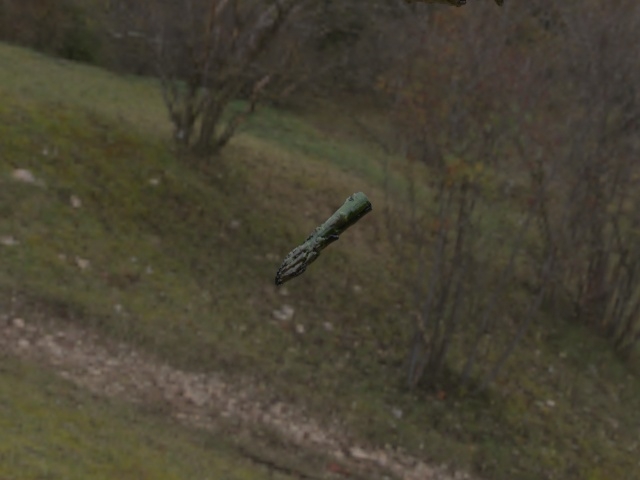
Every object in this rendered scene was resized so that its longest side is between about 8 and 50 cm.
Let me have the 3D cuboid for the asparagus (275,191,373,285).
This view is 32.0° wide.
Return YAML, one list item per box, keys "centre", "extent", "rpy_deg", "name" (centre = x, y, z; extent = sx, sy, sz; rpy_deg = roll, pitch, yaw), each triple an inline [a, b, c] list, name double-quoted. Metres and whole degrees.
- centre: [0.000, 0.000, 1.451]
  extent: [0.030, 0.165, 0.036]
  rpy_deg: [44, -5, 30]
  name: "asparagus"

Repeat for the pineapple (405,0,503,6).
- centre: [0.172, -0.234, 0.714]
  extent: [0.278, 0.158, 0.158]
  rpy_deg: [-8, 23, -11]
  name: "pineapple"
